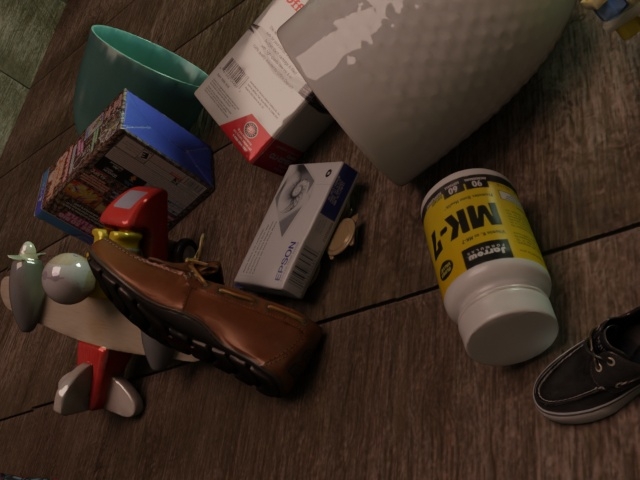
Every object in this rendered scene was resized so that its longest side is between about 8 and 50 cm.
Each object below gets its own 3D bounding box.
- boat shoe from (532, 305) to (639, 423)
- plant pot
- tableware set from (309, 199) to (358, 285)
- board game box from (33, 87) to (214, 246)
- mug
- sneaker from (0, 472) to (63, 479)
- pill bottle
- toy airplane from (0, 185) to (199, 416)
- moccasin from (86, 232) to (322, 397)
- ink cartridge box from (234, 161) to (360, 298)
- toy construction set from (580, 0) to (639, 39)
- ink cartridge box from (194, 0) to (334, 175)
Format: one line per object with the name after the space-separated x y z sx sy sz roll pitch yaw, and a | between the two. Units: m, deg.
0.290 0.102 0.719 0.228 0.076 0.080 -31 42 31 | boat shoe
-0.417 -0.308 1.718 0.235 0.293 0.293 -61 33 16 | plant pot
0.000 0.000 1.193 0.168 0.020 0.141 -41 33 26 | tableware set
-0.402 -0.122 1.584 0.291 0.232 0.141 -38 38 24 | board game box
0.152 -0.295 1.058 0.328 0.276 0.374 -38 18 13 | mug
-0.563 0.478 1.393 0.262 0.125 0.104 -20 49 40 | sneaker
0.189 0.028 0.864 0.119 0.119 0.208 -36 40 26 | pill bottle
-0.392 0.119 1.342 0.386 0.272 0.384 -33 59 9 | toy airplane
-0.177 0.084 1.126 0.380 0.139 0.147 21 58 23 | moccasin
-0.056 -0.021 1.228 0.224 0.045 0.223 1 63 58 | ink cartridge box
0.445 -0.359 0.836 0.327 0.151 0.215 -20 24 30 | toy construction set
-0.058 -0.282 1.342 0.273 0.114 0.197 -46 65 15 | ink cartridge box
